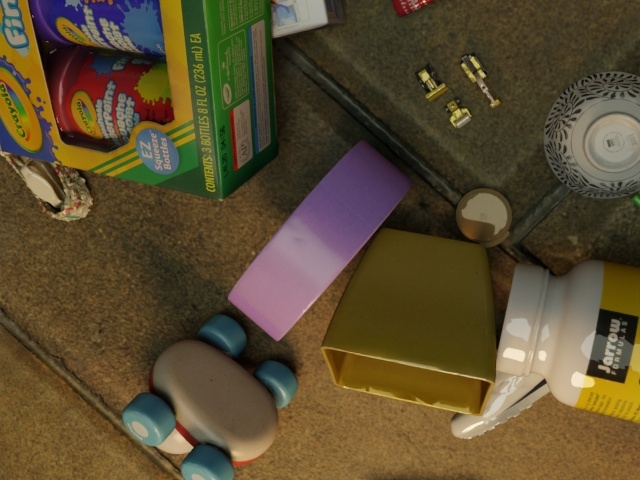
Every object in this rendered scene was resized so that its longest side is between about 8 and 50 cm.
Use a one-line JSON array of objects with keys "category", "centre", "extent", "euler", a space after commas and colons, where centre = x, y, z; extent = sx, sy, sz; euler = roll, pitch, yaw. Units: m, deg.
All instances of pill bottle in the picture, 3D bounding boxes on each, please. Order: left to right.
[{"category": "pill bottle", "centre": [0.393, 0.128, 0.983], "extent": [0.333, 0.188, 0.188], "euler": [11, 106, 14]}]

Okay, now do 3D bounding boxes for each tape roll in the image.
[{"category": "tape roll", "centre": [0.000, 0.000, 1.053], "extent": [0.090, 0.275, 0.275], "euler": [41, 109, 1]}]

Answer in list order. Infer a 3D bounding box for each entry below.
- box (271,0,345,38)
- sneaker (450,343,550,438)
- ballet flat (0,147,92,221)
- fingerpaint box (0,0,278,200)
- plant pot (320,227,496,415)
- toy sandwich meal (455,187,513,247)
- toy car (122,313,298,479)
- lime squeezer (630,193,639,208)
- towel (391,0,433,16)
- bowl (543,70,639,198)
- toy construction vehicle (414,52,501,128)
[{"category": "box", "centre": [-0.045, -0.375, 1.053], "extent": [0.103, 0.114, 0.203], "euler": [-9, 103, 16]}, {"category": "sneaker", "centre": [0.271, 0.193, 1.146], "extent": [0.235, 0.090, 0.095], "euler": [-40, 84, 12]}, {"category": "ballet flat", "centre": [-0.443, -0.130, 1.229], "extent": [0.091, 0.077, 0.241], "euler": [-41, 91, 20]}, {"category": "fingerpaint box", "centre": [-0.258, -0.306, 1.000], "extent": [0.370, 0.163, 0.445], "euler": [14, 124, 22]}, {"category": "plant pot", "centre": [0.133, 0.104, 1.076], "extent": [0.212, 0.212, 0.187], "euler": [10, 68, 11]}, {"category": "toy sandwich meal", "centre": [0.231, -0.033, 1.122], "extent": [0.085, 0.029, 0.086], "euler": [3, 101, 16]}, {"category": "toy car", "centre": [-0.191, 0.277, 1.237], "extent": [0.210, 0.219, 0.238], "euler": [41, 138, 0]}, {"category": "lime squeezer", "centre": [0.500, 0.079, 1.082], "extent": [0.109, 0.058, 0.311], "euler": [-2, 107, 45]}, {"category": "towel", "centre": [0.181, -0.433, 1.008], "extent": [0.274, 0.031, 0.199], "euler": [-23, 93, 25]}, {"category": "bowl", "centre": [0.376, -0.130, 1.035], "extent": [0.170, 0.080, 0.170], "euler": [3, 105, 13]}, {"category": "toy construction vehicle", "centre": [0.185, -0.206, 1.084], "extent": [0.085, 0.035, 0.098], "euler": [-30, 95, 18]}]
